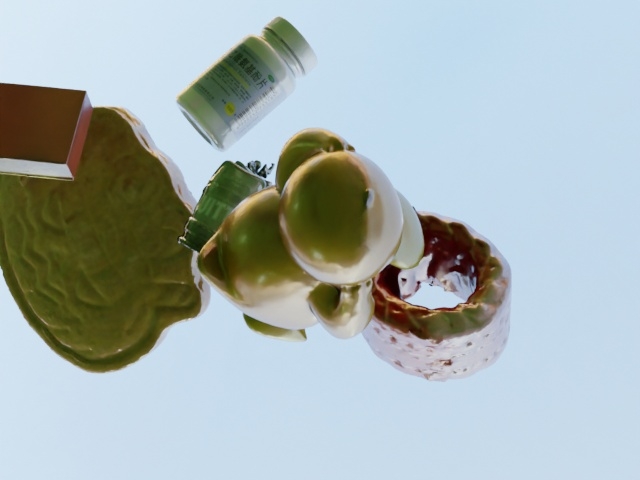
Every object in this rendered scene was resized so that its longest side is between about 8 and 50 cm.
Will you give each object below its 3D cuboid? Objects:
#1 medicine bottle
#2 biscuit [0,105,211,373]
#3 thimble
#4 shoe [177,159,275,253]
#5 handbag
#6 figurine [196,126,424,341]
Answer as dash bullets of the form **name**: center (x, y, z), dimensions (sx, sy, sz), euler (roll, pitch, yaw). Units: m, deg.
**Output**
- **medicine bottle**: center (-0.101, -0.217, 1.278), dimensions (0.187, 0.102, 0.103), euler (-42, -124, -7)
- **biscuit**: center (-0.349, 0.007, 1.437), dimensions (0.365, 0.062, 0.385), euler (-28, -91, 22)
- **thimble**: center (0.124, 0.064, 1.051), dimensions (0.163, 0.125, 0.190), euler (-39, -126, -20)
- **shoe**: center (-0.097, -0.039, 1.260), dimensions (0.109, 0.293, 0.149), euler (31, -86, 6)
- **handbag**: center (-0.429, -0.156, 1.298), dimensions (0.190, 0.062, 0.127), euler (5, -117, 2)
- **figurine**: center (-0.009, 0.003, 0.924), dimensions (0.228, 0.215, 0.215), euler (-22, -117, 27)
